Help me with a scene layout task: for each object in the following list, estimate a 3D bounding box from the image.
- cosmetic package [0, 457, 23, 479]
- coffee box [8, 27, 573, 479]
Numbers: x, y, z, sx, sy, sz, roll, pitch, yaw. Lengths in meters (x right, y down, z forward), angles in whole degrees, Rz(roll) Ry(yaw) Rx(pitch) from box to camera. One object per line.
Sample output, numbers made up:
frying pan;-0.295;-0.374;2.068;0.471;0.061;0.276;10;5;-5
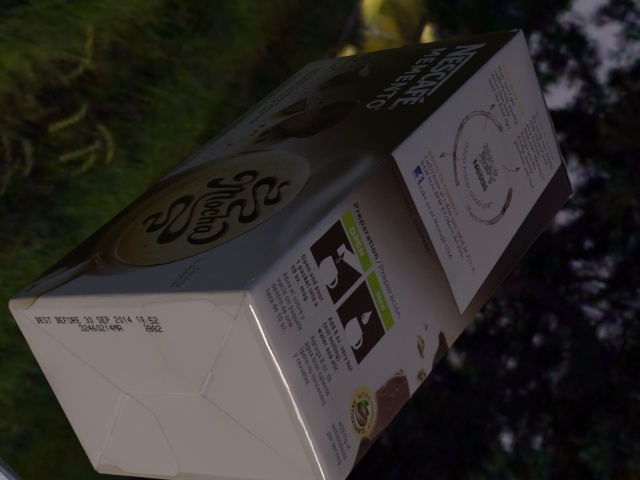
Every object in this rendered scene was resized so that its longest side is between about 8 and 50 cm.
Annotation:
cosmetic package;-0.349;0.241;1.011;0.217;0.156;0.385;-48;-169;-14
coffee box;0.000;0.000;0.704;0.297;0.168;0.118;-44;121;-43
